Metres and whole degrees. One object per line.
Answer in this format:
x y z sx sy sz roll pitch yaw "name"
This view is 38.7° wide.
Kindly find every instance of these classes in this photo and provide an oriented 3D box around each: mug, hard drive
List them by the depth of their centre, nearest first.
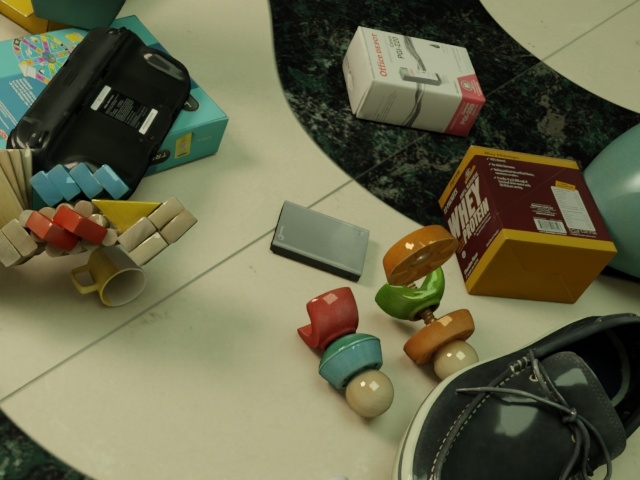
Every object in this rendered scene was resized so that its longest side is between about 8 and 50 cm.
-0.263 0.037 1.130 0.064 0.062 0.078 48 15 32 "mug"
0.000 0.000 1.314 0.135 0.022 0.094 20 44 -6 "hard drive"

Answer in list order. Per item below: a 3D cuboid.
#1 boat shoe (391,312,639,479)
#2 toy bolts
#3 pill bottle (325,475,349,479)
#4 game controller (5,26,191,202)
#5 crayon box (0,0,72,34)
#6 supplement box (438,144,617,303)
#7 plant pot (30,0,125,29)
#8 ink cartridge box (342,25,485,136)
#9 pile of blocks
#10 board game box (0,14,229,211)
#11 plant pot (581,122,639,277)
0.275 0.214 1.113 0.500 0.156 0.186 -23 88 -40 "boat shoe"
0.103 0.115 1.143 0.229 0.218 0.158 -22 66 -17 "toy bolts"
0.026 0.309 1.017 0.043 0.043 0.083 -5 52 -28 "pill bottle"
-0.285 -0.174 1.219 0.166 0.067 0.319 33 43 -14 "game controller"
-0.451 -0.443 1.487 0.202 0.081 0.318 34 43 8 "crayon box"
0.312 -0.024 1.402 0.191 0.129 0.194 6 47 -19 "supplement box"
-0.337 -0.430 1.298 0.166 0.234 0.165 10 46 -19 "plant pot"
0.161 -0.280 1.605 0.218 0.092 0.158 6 47 -17 "ink cartridge box"
-0.324 -0.036 1.036 0.362 0.112 0.148 -3 91 -7 "pile of blocks"
-0.342 -0.189 1.297 0.336 0.079 0.254 -23 62 -39 "board game box"
0.522 -0.054 1.454 0.196 0.290 0.290 -13 50 1 "plant pot"
